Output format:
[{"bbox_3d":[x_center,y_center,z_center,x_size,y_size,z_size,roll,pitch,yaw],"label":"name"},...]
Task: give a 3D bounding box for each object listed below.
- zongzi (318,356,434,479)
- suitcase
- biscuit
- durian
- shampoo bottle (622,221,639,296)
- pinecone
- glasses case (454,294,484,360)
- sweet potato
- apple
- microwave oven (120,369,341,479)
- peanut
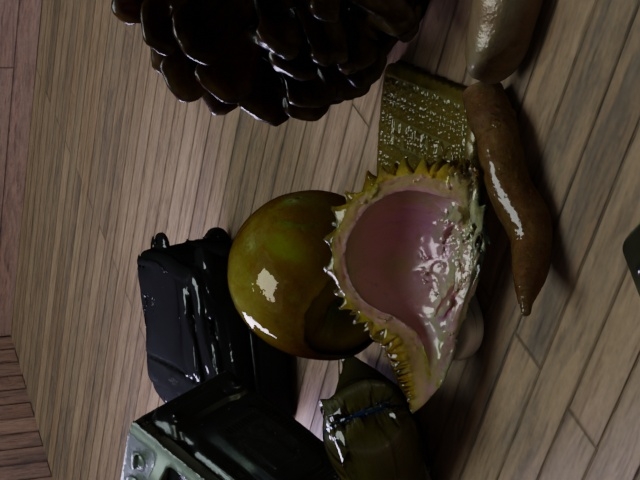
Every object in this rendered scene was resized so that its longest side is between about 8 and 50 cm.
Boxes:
[{"bbox_3d":[0.048,0.192,1.705,0.260,0.123,0.289,68,-177,-52],"label":"zongzi"},{"bbox_3d":[-0.176,0.158,2.243,0.345,0.188,0.340,12,110,64],"label":"suitcase"},{"bbox_3d":[0.133,-0.123,1.665,0.254,0.029,0.172,-144,54,-61],"label":"biscuit"},{"bbox_3d":[0.093,0.024,1.583,0.196,0.185,0.305,-96,6,-67],"label":"durian"},{"bbox_3d":[0.363,0.131,1.119,0.125,0.084,0.350,-53,46,53],"label":"shampoo bottle"},{"bbox_3d":[-0.051,-0.338,1.598,0.397,0.397,0.398,176,90,-66],"label":"pinecone"},{"bbox_3d":[0.148,0.057,1.629,0.076,0.049,0.197,114,144,-45],"label":"glasses case"},{"bbox_3d":[0.213,-0.049,1.453,0.067,0.059,0.281,35,-143,-63],"label":"sweet potato"},{"bbox_3d":[-0.009,0.053,1.758,0.207,0.236,0.237,-117,33,-49],"label":"apple"},{"bbox_3d":[-0.112,0.352,1.931,0.295,0.237,0.181,33,129,28],"label":"microwave oven"},{"bbox_3d":[0.198,-0.239,1.444,0.076,0.076,0.152,-127,40,-51],"label":"peanut"}]
